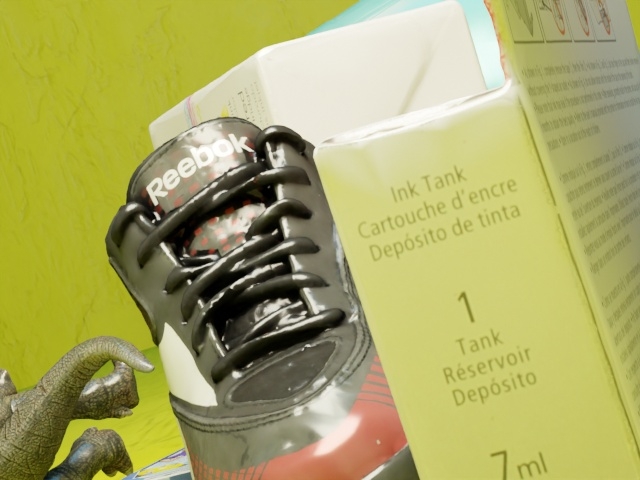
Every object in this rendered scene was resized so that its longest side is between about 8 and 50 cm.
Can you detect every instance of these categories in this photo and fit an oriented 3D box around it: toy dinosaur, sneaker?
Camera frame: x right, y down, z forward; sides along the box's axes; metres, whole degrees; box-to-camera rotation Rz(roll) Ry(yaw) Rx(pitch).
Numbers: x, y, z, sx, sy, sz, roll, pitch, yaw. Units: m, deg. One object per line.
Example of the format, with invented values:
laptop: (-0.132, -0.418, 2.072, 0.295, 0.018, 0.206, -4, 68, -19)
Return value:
toy dinosaur: (-0.177, 0.126, 0.965, 0.313, 0.121, 0.160, -10, 18, 48)
sneaker: (-0.023, 0.029, 0.714, 0.098, 0.135, 0.276, -26, 19, 1)

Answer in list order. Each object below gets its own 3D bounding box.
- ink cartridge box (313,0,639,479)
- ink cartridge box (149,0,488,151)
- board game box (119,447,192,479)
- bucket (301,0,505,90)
ink cartridge box: (0.067, -0.043, 0.631, 0.066, 0.261, 0.296, -17, 1, 17)
ink cartridge box: (0.000, 0.000, 1.112, 0.119, 0.207, 0.353, -17, 0, -16)
board game box: (0.017, 0.089, 0.835, 0.201, 0.035, 0.136, -18, 1, 28)
bucket: (0.103, -0.065, 1.331, 0.183, 0.281, 0.281, -27, 2, -5)
